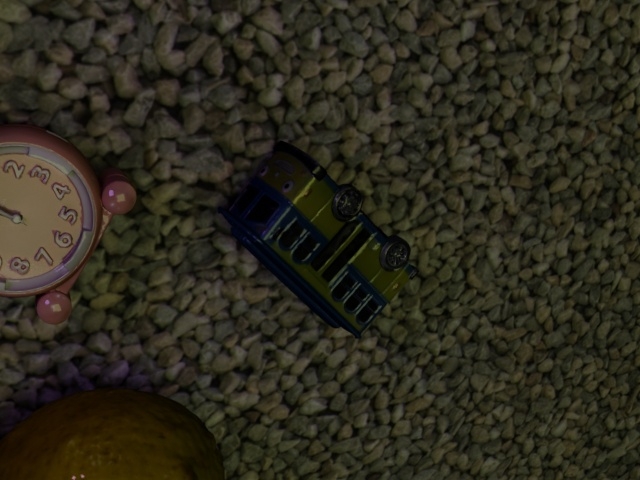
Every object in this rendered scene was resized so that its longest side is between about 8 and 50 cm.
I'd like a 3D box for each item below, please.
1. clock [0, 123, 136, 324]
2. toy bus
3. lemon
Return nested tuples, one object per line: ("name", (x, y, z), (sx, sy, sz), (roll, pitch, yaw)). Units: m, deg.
("clock", (-0.398, -0.043, 1.306), (0.241, 0.142, 0.227), (28, 95, -26))
("toy bus", (0.000, 0.000, 1.543), (0.175, 0.138, 0.287), (-48, 126, -4))
("lemon", (-0.307, 0.380, 1.412), (0.388, 0.350, 0.349), (5, 109, -15))
